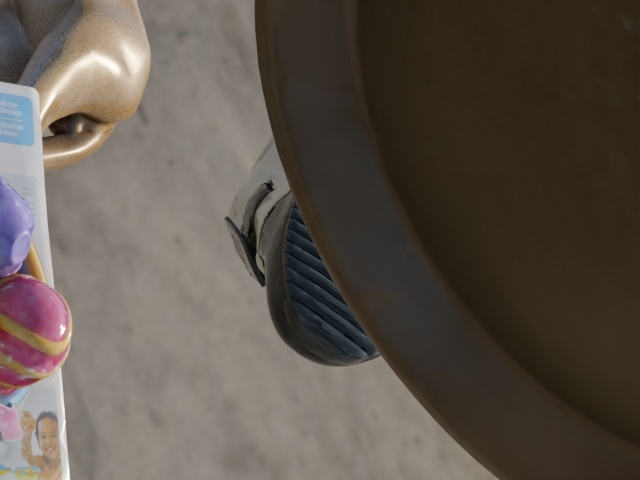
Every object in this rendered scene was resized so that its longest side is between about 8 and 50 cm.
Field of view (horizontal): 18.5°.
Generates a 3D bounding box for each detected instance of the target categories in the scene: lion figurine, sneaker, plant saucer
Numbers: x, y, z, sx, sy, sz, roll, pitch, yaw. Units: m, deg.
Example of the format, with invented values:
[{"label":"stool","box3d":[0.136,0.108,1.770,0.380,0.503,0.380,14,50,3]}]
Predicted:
[{"label":"lion figurine","box3d":[-0.137,-0.181,1.058,0.240,0.142,0.392,22,79,-61]},{"label":"sneaker","box3d":[0.000,0.000,1.325,0.122,0.146,0.330,41,29,-15]},{"label":"plant saucer","box3d":[0.082,-0.020,0.629,0.278,0.041,0.278,37,-37,34]}]

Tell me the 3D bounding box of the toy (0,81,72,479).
[{"label":"toy","box3d":[-0.140,0.041,0.788,0.137,0.056,0.237,7,77,-52]}]
